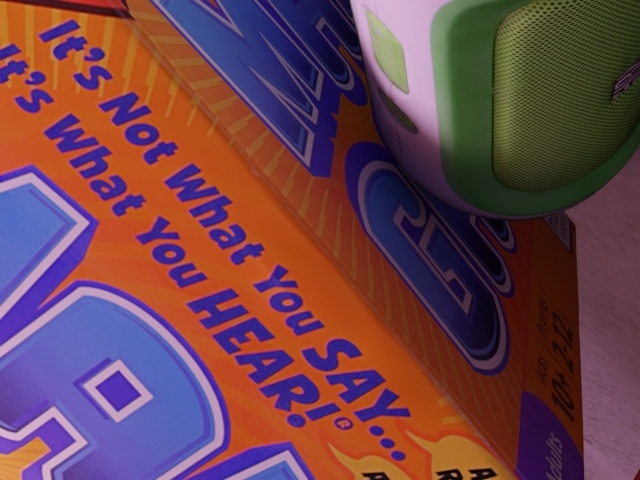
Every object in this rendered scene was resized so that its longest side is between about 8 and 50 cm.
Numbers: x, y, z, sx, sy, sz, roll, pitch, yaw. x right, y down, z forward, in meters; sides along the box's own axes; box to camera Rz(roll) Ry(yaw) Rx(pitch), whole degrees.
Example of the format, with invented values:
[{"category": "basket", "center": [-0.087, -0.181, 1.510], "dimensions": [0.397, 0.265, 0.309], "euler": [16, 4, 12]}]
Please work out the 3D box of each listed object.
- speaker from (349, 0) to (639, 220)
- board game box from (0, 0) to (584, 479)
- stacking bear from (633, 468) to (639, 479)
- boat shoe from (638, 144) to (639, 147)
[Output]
[{"category": "speaker", "center": [0.072, -0.099, 0.518], "dimensions": [0.131, 0.131, 0.296], "euler": [35, 171, 14]}, {"category": "board game box", "center": [-0.113, 0.025, 0.740], "dimensions": [0.356, 0.356, 0.356], "euler": [50, -159, -12]}, {"category": "stacking bear", "center": [0.381, 0.250, 1.071], "dimensions": [0.289, 0.175, 0.164], "euler": [30, 163, 3]}, {"category": "boat shoe", "center": [0.153, -0.082, 0.736], "dimensions": [0.081, 0.079, 0.227], "euler": [46, 162, -10]}]
